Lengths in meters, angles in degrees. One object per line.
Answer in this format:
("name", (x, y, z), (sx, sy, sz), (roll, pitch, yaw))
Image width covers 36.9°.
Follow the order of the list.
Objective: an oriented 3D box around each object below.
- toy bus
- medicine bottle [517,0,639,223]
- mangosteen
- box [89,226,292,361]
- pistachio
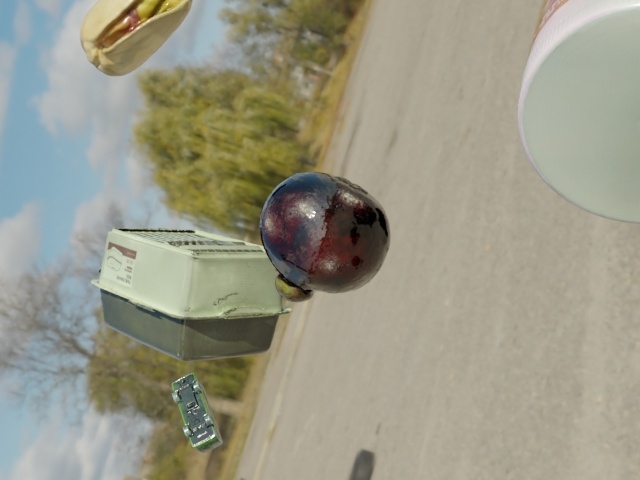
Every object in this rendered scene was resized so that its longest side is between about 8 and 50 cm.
("toy bus", (-0.127, 0.179, 0.990), (0.083, 0.031, 0.037), (62, 179, 39))
("medicine bottle", (0.346, -0.183, 1.005), (0.241, 0.252, 0.252), (-66, -2, -48))
("mangosteen", (0.000, 0.000, 1.051), (0.152, 0.152, 0.152), (-161, 90, -87))
("box", (-0.201, 0.077, 1.490), (0.290, 0.221, 0.166), (14, 101, 48))
("pistachio", (-0.296, -0.350, 1.528), (0.200, 0.117, 0.145), (-40, 6, 16))
